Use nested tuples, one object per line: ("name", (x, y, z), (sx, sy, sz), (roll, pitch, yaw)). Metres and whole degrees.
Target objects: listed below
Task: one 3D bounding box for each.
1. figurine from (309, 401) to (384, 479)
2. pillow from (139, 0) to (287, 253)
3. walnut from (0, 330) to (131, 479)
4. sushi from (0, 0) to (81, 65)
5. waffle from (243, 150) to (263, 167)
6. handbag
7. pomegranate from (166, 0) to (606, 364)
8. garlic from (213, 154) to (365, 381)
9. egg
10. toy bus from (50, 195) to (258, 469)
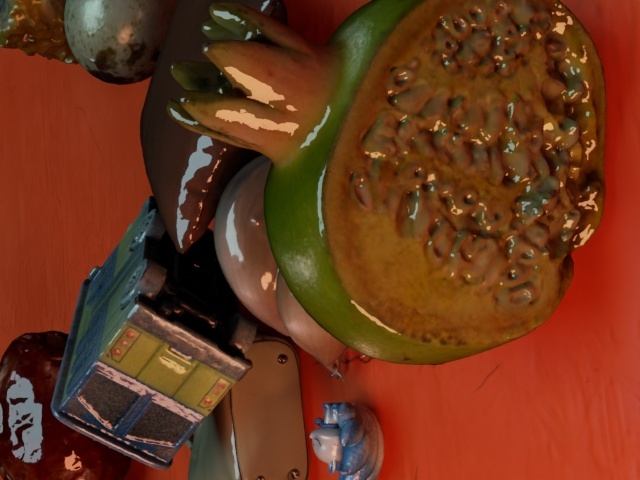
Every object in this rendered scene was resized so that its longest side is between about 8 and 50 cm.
("figurine", (0.029, 0.225, 0.882), (0.114, 0.079, 0.114), (180, 90, -77))
("pillow", (-0.130, -0.184, 0.978), (0.307, 0.108, 0.305), (-66, 27, 22))
("walnut", (-0.404, 0.283, 1.334), (0.222, 0.244, 0.269), (3, 83, 12))
("sushi", (-0.448, -0.501, 1.358), (0.396, 0.240, 0.351), (43, 122, 40))
("waffle", (-0.094, -0.164, 1.074), (0.191, 0.038, 0.191), (-3, 86, 51))
("handbag", (-0.141, 0.232, 1.075), (0.315, 0.109, 0.241), (-17, 75, 53))
("pomegranate", (0.048, -0.071, 0.674), (0.309, 0.359, 0.216), (-69, 17, -1))
("garlic", (0.000, 0.000, 0.903), (0.237, 0.210, 0.291), (24, 106, 13))
("egg", (-0.278, -0.340, 1.202), (0.169, 0.169, 0.231), (25, 96, 48))
("toy bus", (-0.192, 0.092, 0.979), (0.190, 0.152, 0.312), (-51, 22, 15))
